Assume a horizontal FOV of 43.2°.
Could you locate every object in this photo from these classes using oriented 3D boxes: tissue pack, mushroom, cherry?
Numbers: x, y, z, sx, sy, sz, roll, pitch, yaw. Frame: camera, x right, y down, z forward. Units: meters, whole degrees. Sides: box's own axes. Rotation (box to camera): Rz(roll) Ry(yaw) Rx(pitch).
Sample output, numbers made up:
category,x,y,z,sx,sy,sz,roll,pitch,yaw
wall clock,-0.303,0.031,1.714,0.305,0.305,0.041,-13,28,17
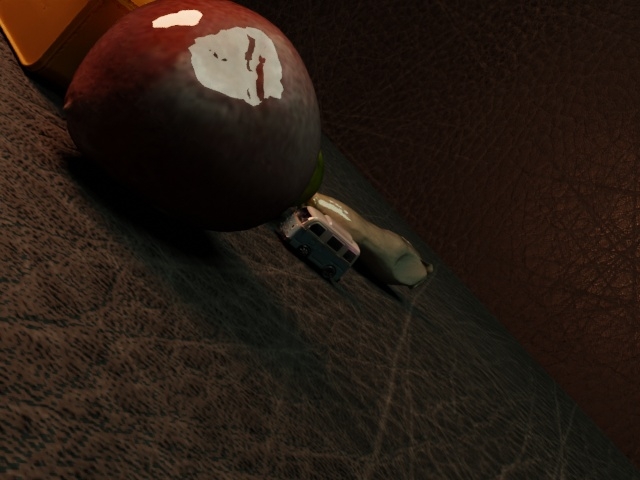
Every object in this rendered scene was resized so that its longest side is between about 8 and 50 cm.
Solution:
category,x,y,z,sx,sy,sz,roll,pitch,yaw
tissue pack,-0.254,-0.245,1.038,0.274,0.145,0.194,34,16,-52
mushroom,0.087,0.003,1.569,0.351,0.097,0.109,33,14,-40
cherry,-0.130,-0.139,0.864,0.307,0.221,0.261,-2,64,-50

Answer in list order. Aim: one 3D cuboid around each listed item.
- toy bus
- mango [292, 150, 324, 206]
category,x,y,z,sx,sy,sz,roll,pitch,yaw
toy bus,0.000,0.000,1.256,0.123,0.075,0.060,40,11,-28
mango,-0.075,-0.137,1.323,0.185,0.149,0.273,47,4,24
